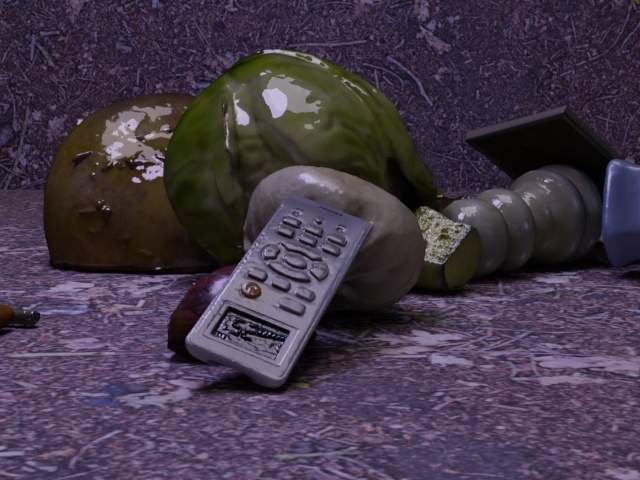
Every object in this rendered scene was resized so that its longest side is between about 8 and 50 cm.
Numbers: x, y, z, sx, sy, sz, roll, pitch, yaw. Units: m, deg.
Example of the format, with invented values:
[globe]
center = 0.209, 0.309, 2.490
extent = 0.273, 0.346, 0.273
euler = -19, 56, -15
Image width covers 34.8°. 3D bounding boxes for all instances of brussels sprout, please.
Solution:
[brussels sprout]
center = -0.039, -0.138, 1.668
extent = 0.425, 0.361, 0.342
euler = -1, -25, -40

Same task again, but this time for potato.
[potato]
center = -0.288, -0.113, 1.898
extent = 0.442, 0.320, 0.385
euler = -9, 10, -38

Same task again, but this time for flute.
[flute]
center = -0.473, 0.095, 1.332
extent = 0.232, 0.027, 0.027
euler = 1, 7, 14

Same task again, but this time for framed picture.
[framed picture]
center = 0.458, -0.121, 1.868
extent = 0.335, 0.022, 0.247
euler = 35, -24, -26

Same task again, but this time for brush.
[brush]
center = 0.468, -0.018, 1.956
extent = 0.090, 0.017, 0.314
euler = 0, 23, -33

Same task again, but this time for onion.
[onion]
center = -0.080, 0.076, 1.187
extent = 0.151, 0.098, 0.206
euler = 2, 7, 27

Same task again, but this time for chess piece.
[chess piece]
center = 0.320, -0.021, 1.743
extent = 0.330, 0.182, 0.182
euler = -14, 14, -41

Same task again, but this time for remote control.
[remote control]
center = -0.038, 0.051, 1.130
extent = 0.109, 0.055, 0.313
euler = 22, 39, 9

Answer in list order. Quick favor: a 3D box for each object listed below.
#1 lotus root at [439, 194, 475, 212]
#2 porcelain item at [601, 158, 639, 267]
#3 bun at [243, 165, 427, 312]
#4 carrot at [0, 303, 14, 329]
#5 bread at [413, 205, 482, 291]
[lotus root]
center = 0.165, -0.045, 2.056
extent = 0.322, 0.140, 0.158
euler = 7, -16, 12
[porcelain item]
center = 0.670, -0.051, 1.629
extent = 0.405, 0.243, 0.178
euler = -1, -20, 29
[bun]
center = 0.007, 0.013, 1.359
extent = 0.259, 0.160, 0.259
euler = 15, -34, 11
[carrot]
center = -0.423, 0.099, 1.235
extent = 0.048, 0.048, 0.139
euler = 3, 5, 21
[bread]
center = 0.177, 0.021, 1.571
extent = 0.114, 0.111, 0.129
euler = 17, 61, 40
